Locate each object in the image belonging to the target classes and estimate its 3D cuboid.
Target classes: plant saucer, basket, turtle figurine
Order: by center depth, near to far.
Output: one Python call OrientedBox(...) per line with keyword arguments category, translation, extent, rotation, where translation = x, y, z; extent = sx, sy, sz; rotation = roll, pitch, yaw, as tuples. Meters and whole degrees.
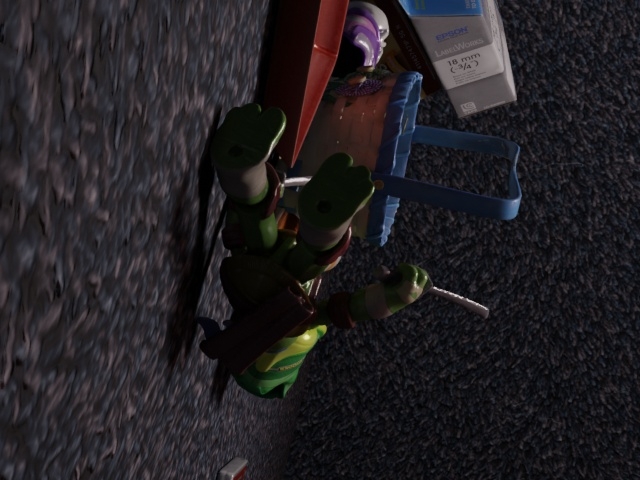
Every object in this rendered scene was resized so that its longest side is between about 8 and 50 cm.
OrientedBox(category="turtle figurine", translation=(0.001, -0.020, 1.066), extent=(0.266, 0.275, 0.197), rotation=(90, -20, -61))
OrientedBox(category="plant saucer", translation=(-0.005, -0.245, 1.215), extent=(0.259, 0.048, 0.258), rotation=(-70, 173, -54))
OrientedBox(category="basket", translation=(0.098, -0.099, 1.451), extent=(0.255, 0.289, 0.201), rotation=(-70, 173, -70))

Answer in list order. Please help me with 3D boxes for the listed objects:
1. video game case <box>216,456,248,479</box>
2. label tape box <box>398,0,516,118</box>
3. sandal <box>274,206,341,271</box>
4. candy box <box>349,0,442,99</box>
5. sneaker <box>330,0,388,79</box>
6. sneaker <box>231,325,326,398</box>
OrientedBox(category="video game case", translation=(-0.164, 0.473, 1.788), extent=(0.204, 0.025, 0.285), rotation=(62, 42, -85))
OrientedBox(category="label tape box", translation=(0.195, -0.379, 1.815), extent=(0.333, 0.106, 0.240), rotation=(51, 28, -54))
OrientedBox(category="sandal", translation=(0.001, -0.011, 1.602), extent=(0.265, 0.076, 0.102), rotation=(-33, 128, -63))
OrientedBox(category="candy box", translation=(0.137, -0.356, 1.989), extent=(0.183, 0.087, 0.316), rotation=(60, 21, -17))
OrientedBox(category="sneaker", translation=(0.031, -0.210, 1.673), extent=(0.104, 0.095, 0.236), rotation=(-57, 157, -61))
OrientedBox(category="sneaker", translation=(-0.066, 0.130, 1.517), extent=(0.123, 0.109, 0.295), rotation=(-57, 176, 2))
